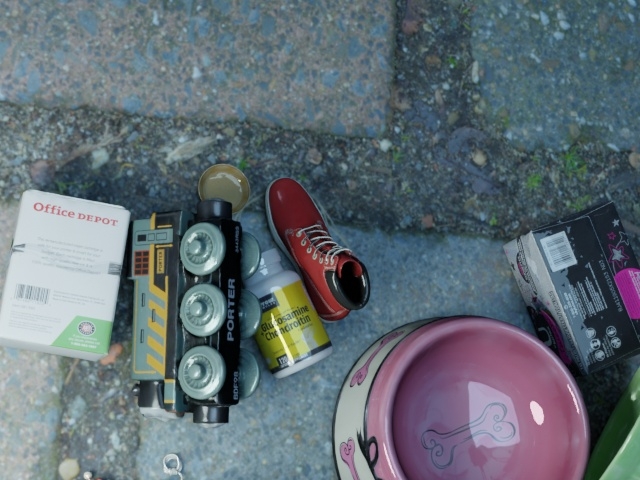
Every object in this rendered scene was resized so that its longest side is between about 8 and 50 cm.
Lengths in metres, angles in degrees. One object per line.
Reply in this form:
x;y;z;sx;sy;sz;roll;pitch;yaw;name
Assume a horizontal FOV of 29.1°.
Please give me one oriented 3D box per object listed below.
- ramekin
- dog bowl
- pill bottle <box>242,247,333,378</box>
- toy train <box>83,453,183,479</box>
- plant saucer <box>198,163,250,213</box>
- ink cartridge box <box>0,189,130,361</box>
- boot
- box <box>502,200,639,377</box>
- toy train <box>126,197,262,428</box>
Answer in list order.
0.523;0.292;1.839;0.148;0.303;0.303;29;70;9;ramekin
0.231;0.298;1.890;0.408;0.150;0.408;5;71;-14;dog bowl
-0.062;0.110;1.880;0.103;0.103;0.184;-25;87;-21;pill bottle
-0.266;0.376;1.786;0.166;0.046;0.125;-17;84;-20;toy train
-0.153;-0.079;1.939;0.083;0.015;0.083;4;76;-18;plant saucer
-0.376;0.052;1.795;0.160;0.092;0.219;12;74;-16;ink cartridge box
0.000;0.000;1.886;0.088;0.176;0.244;-23;85;-19;boot
0.429;0.085;2.023;0.163;0.142;0.247;-20;84;-14;box
-0.192;0.106;1.804;0.142;0.190;0.334;12;76;-60;toy train
